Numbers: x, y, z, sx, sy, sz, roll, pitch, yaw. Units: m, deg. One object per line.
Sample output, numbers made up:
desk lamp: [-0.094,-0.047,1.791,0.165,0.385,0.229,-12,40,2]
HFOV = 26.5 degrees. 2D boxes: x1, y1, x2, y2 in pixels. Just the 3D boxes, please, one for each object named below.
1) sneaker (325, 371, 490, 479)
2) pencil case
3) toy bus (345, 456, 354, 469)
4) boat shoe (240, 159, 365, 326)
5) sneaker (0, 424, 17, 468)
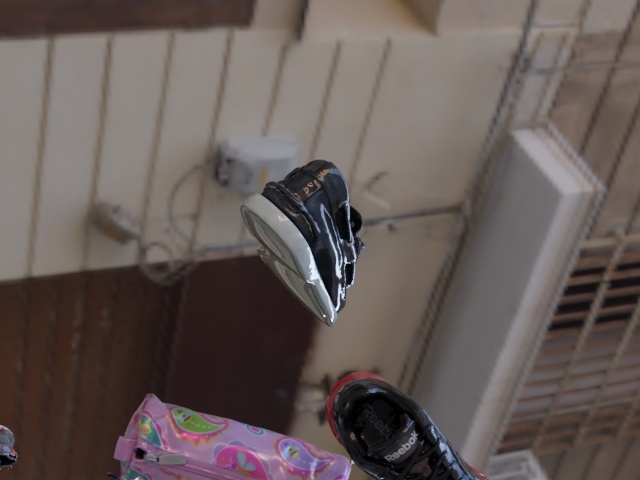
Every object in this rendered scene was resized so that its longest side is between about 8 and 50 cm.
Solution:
sneaker: [0.110,0.253,1.491,0.276,0.097,0.135,45,-4,11]
pencil case: [-0.109,0.280,1.663,0.124,0.284,0.124,-161,-90,-86]
toy bus: [-0.009,0.434,2.255,0.202,0.191,0.104,-33,-115,17]
boat shoe: [-0.003,-0.003,1.497,0.127,0.113,0.340,41,-9,21]
sneaker: [-0.478,0.318,2.007,0.061,0.064,0.158,-65,173,5]
